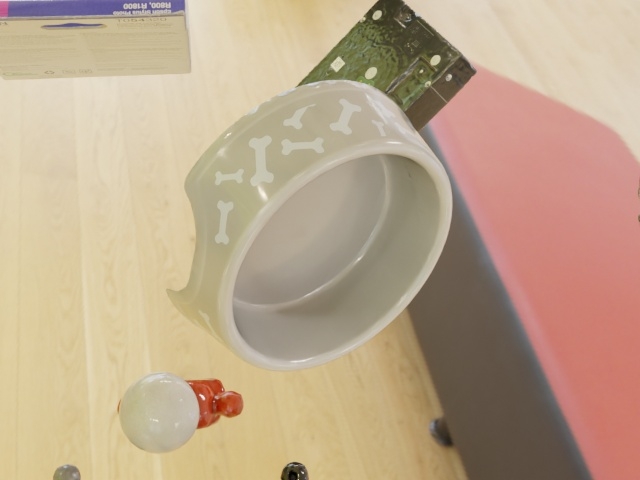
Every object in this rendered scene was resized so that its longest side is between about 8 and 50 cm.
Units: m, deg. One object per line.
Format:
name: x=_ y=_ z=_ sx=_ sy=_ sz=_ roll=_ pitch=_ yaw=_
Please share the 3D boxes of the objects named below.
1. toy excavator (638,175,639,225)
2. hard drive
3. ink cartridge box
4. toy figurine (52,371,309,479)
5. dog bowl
toy excavator: x=0.542 y=-0.248 z=1.169 sx=0.223 sy=0.433 sz=0.444 roll=-1 pitch=80 yaw=16
hard drive: x=0.061 y=-0.218 z=1.429 sx=0.064 sy=0.339 sz=0.237 roll=35 pitch=14 yaw=-45
ink cartridge box: x=-0.367 y=-0.325 z=1.380 sx=0.324 sy=0.330 sz=0.071 roll=-3 pitch=85 yaw=-8
toy figurine: x=-0.110 y=0.223 z=0.685 sx=0.213 sy=0.209 sz=0.148 roll=45 pitch=1 yaw=8
dog bowl: x=0.000 y=0.000 z=0.993 sx=0.349 sy=0.348 sz=0.102 roll=-9 pitch=39 yaw=-37
